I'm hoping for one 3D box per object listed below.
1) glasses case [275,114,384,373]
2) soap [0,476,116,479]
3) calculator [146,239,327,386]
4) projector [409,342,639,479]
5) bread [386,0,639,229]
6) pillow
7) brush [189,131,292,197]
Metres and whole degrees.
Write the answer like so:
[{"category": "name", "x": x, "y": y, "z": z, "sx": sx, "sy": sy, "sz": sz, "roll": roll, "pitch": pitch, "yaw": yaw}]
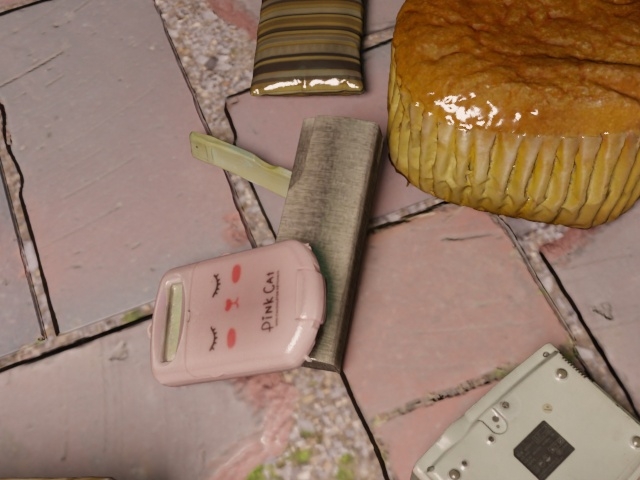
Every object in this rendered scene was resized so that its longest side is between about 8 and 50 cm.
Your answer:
[{"category": "glasses case", "x": 0.000, "y": 0.000, "z": 0.702, "sx": 0.070, "sy": 0.047, "sz": 0.205, "roll": 8, "pitch": 73, "yaw": 13}, {"category": "soap", "x": -0.251, "y": 0.211, "z": 0.543, "sx": 0.274, "sy": 0.173, "sz": 0.089, "roll": -2, "pitch": 58, "yaw": 1}, {"category": "calculator", "x": -0.069, "y": 0.058, "z": 0.665, "sx": 0.175, "sy": 0.032, "sz": 0.100, "roll": -14, "pitch": 62, "yaw": 31}, {"category": "projector", "x": 0.153, "y": 0.160, "z": 0.619, "sx": 0.147, "sy": 0.061, "sz": 0.115, "roll": -37, "pitch": 63, "yaw": -19}, {"category": "bread", "x": 0.182, "y": -0.131, "z": 0.743, "sx": 0.253, "sy": 0.142, "sz": 0.227, "roll": 7, "pitch": 53, "yaw": 9}, {"category": "pillow", "x": -0.009, "y": -0.223, "z": 0.864, "sx": 0.113, "sy": 0.038, "sz": 0.203, "roll": 0, "pitch": 59, "yaw": 6}, {"category": "brush", "x": -0.037, "y": -0.060, "z": 0.773, "sx": 0.178, "sy": 0.033, "sz": 0.030, "roll": 25, "pitch": 58, "yaw": 16}]
